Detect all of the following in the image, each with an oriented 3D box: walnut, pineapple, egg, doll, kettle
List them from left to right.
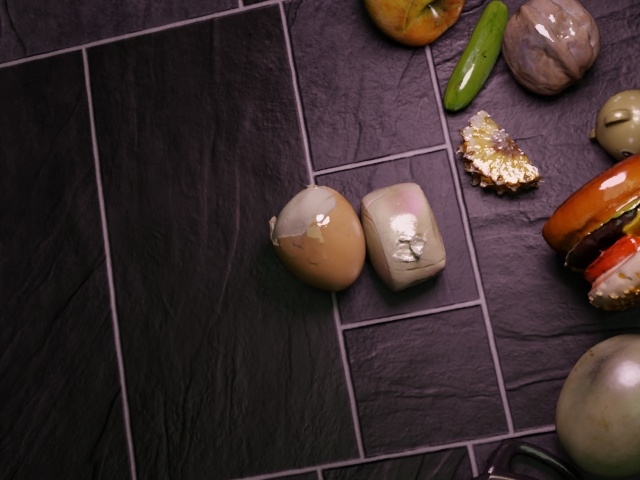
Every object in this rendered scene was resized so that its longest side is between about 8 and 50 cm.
[{"bbox_3d":[0.000,0.000,1.671,0.201,0.201,0.244,-32,91,1],"label":"egg"},{"bbox_3d":[0.385,-0.177,1.712,0.135,0.079,0.233,-36,71,-8],"label":"pineapple"},{"bbox_3d":[0.414,0.552,1.510,0.271,0.207,0.250,24,91,20],"label":"kettle"},{"bbox_3d":[0.514,-0.436,1.679,0.224,0.224,0.224,-1,79,8],"label":"walnut"},{"bbox_3d":[0.729,-0.248,1.623,0.261,0.177,0.161,-3,84,5],"label":"doll"}]

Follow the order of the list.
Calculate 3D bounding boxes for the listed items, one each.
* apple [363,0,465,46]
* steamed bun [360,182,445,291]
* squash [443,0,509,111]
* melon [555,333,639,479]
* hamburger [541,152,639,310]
[{"bbox_3d":[0.216,-0.594,1.760,0.246,0.246,0.226,-30,58,2],"label":"apple"},{"bbox_3d":[0.182,-0.016,1.666,0.170,0.152,0.238,-17,81,-2],"label":"steamed bun"},{"bbox_3d":[0.371,-0.431,1.756,0.082,0.082,0.292,25,84,12],"label":"squash"},{"bbox_3d":[0.612,0.327,1.493,0.272,0.271,0.307,27,76,12],"label":"melon"},{"bbox_3d":[0.643,-0.018,1.520,0.330,0.330,0.250,-31,73,2],"label":"hamburger"}]
